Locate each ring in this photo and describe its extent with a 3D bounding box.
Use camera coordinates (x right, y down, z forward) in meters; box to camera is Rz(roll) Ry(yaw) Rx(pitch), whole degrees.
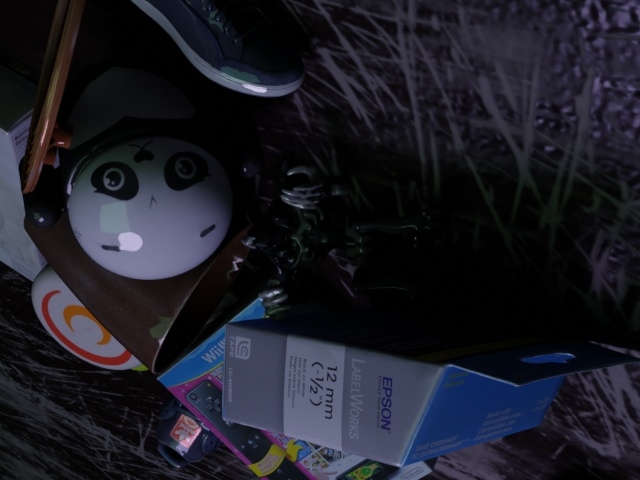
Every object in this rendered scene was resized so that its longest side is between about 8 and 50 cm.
[{"bbox_3d":[-0.230,-0.205,0.987,0.032,0.336,0.336,12,151,-18],"label":"ring"}]

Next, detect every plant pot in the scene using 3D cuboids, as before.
[{"bbox_3d":[-0.231,0.008,1.263,0.230,0.215,0.215,32,146,6],"label":"plant pot"}]

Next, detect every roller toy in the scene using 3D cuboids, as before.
[{"bbox_3d":[-0.288,0.069,1.469,0.191,0.146,0.209,28,139,4],"label":"roller toy"}]

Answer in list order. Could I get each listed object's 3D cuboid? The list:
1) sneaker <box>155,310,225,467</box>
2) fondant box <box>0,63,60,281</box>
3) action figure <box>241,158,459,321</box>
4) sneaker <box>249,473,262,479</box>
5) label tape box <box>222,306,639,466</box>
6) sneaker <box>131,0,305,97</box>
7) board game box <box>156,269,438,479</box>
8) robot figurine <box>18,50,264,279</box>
[{"bbox_3d":[-0.162,0.234,1.525,0.131,0.148,0.350,35,146,10],"label":"sneaker"},{"bbox_3d":[-0.473,-0.113,1.495,0.238,0.096,0.330,29,143,18],"label":"fondant box"},{"bbox_3d":[0.000,0.000,1.095,0.276,0.141,0.164,7,97,37],"label":"action figure"},{"bbox_3d":[-0.063,0.497,1.773,0.151,0.094,0.255,28,145,15],"label":"sneaker"},{"bbox_3d":[0.108,0.146,1.059,0.348,0.249,0.115,8,96,41],"label":"label tape box"},{"bbox_3d":[-0.097,-0.243,0.979,0.226,0.086,0.163,38,149,7],"label":"sneaker"},{"bbox_3d":[-0.023,0.207,1.345,0.303,0.097,0.224,46,124,-7],"label":"board game box"},{"bbox_3d":[-0.189,-0.087,1.109,0.174,0.278,0.209,29,117,-37],"label":"robot figurine"}]
